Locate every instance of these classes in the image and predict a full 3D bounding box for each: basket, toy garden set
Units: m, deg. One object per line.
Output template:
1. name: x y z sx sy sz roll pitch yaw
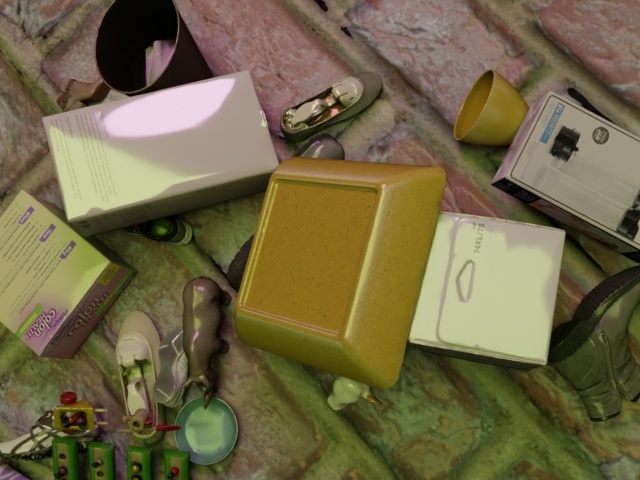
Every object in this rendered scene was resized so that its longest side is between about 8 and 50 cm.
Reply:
1. basket: -0.294 -0.325 1.378 0.154 0.227 0.204 7 80 13
2. toy garden set: -0.351 0.370 1.279 0.245 0.049 0.203 5 109 4

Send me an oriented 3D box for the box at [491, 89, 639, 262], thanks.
1. box: 0.453 -0.102 1.216 0.290 0.087 0.169 29 85 -1

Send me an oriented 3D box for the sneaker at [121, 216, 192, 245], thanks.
1. sneaker: -0.330 -0.036 1.406 0.171 0.075 0.063 18 83 14

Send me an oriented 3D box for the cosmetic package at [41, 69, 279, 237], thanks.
1. cosmetic package: -0.275 -0.151 1.314 0.366 0.155 0.196 -14 81 -11

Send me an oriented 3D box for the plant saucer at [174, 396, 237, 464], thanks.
1. plant saucer: -0.203 0.340 1.332 0.120 0.021 0.119 -2 78 11

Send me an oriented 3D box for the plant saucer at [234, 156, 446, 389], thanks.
1. plant saucer: 0.001 0.025 1.131 0.333 0.081 0.332 10 82 42

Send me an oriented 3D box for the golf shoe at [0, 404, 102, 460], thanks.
1. golf shoe: -0.504 0.354 1.367 0.198 0.077 0.093 -9 74 -1

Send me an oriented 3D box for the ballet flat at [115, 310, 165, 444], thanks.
1. ballet flat: -0.330 0.244 1.346 0.086 0.086 0.248 -15 76 8

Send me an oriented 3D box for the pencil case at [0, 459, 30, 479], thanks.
1. pencil case: -0.572 0.466 1.351 0.206 0.086 0.088 29 120 17

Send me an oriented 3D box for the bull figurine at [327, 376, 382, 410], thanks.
1. bull figurine: 0.099 0.137 1.223 0.101 0.188 0.310 19 82 9

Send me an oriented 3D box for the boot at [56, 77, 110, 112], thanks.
1. boot: -0.485 -0.308 1.510 0.087 0.042 0.118 32 86 18

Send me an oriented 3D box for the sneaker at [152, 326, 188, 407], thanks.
1. sneaker: -0.266 0.232 1.354 0.054 0.061 0.152 -3 59 18

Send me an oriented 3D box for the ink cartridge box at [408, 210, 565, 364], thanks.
1. ink cartridge box: 0.256 0.088 1.162 0.197 0.270 0.198 9 81 13

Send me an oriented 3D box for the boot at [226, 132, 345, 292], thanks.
1. boot: 0.000 0.000 1.280 0.223 0.118 0.338 33 98 38

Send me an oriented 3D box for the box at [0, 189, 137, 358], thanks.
1. box: -0.517 0.065 1.402 0.243 0.117 0.213 36 87 16

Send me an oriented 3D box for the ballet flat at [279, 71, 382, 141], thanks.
1. ballet flat: 0.020 -0.255 1.383 0.213 0.068 0.072 -30 75 4

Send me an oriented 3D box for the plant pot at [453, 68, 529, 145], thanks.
1. plant pot: 0.308 -0.218 1.298 0.095 0.134 0.134 24 84 -10

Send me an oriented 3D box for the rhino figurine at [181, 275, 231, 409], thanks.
1. rhino figurine: -0.208 0.178 1.322 0.073 0.106 0.243 -3 78 11

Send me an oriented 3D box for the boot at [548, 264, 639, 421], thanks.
1. boot: 0.485 0.166 1.208 0.246 0.083 0.161 -40 93 -12
